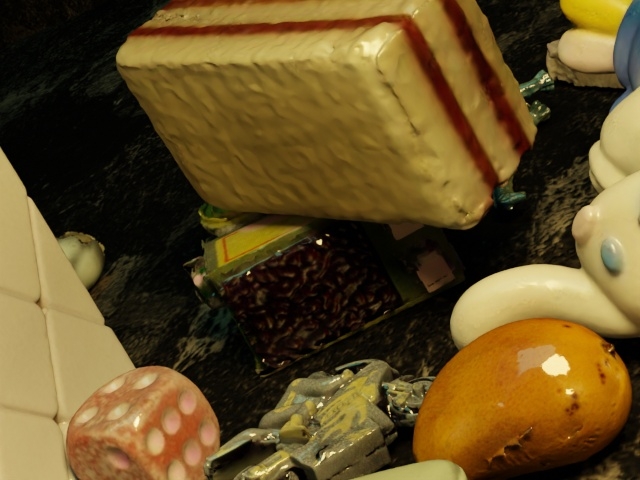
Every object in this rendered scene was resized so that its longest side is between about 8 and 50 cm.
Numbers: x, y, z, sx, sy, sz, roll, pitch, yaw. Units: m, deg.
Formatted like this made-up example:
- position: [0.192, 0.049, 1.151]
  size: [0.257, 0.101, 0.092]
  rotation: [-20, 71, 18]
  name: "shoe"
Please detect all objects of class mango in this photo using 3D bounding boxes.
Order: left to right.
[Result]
- position: [0.127, 0.110, 0.932]
  size: [0.159, 0.105, 0.084]
  rotation: [-25, -17, 12]
  name: "mango"

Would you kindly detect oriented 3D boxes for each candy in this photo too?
- position: [-0.003, -0.117, 1.147]
  size: [0.321, 0.179, 0.135]
  rotation: [5, 44, 41]
  name: "candy"

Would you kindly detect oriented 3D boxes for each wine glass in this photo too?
- position: [-0.290, 0.055, 1.561]
  size: [0.072, 0.072, 0.155]
  rotation: [-21, 24, 17]
  name: "wine glass"

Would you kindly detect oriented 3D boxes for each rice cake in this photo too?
- position: [0.321, -0.180, 1.390]
  size: [0.049, 0.055, 0.270]
  rotation: [-33, 21, -24]
  name: "rice cake"

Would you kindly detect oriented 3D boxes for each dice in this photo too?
- position: [-0.143, 0.164, 1.133]
  size: [0.091, 0.094, 0.093]
  rotation: [-13, 27, 39]
  name: "dice"

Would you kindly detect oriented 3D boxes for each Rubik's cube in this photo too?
- position: [-0.381, 0.138, 1.166]
  size: [0.316, 0.319, 0.322]
  rotation: [-18, 25, 19]
  name: "Rubik's cube"

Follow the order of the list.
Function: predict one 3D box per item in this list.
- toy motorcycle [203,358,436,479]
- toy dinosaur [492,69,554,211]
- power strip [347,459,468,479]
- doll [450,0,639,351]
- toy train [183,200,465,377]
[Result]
- position: [0.003, 0.141, 1.057]
  size: [0.193, 0.061, 0.124]
  rotation: [-27, 28, -13]
  name: "toy motorcycle"
- position: [0.151, -0.118, 1.424]
  size: [0.147, 0.076, 0.363]
  rotation: [-39, 28, -10]
  name: "toy dinosaur"
- position: [-0.005, 0.248, 0.845]
  size: [0.194, 0.059, 0.265]
  rotation: [-18, 25, 21]
  name: "power strip"
- position: [0.279, -0.078, 0.974]
  size: [0.376, 0.187, 0.365]
  rotation: [1, 66, 21]
  name: "doll"
- position: [0.000, 0.000, 1.265]
  size: [0.261, 0.134, 0.177]
  rotation: [-26, 23, 4]
  name: "toy train"
